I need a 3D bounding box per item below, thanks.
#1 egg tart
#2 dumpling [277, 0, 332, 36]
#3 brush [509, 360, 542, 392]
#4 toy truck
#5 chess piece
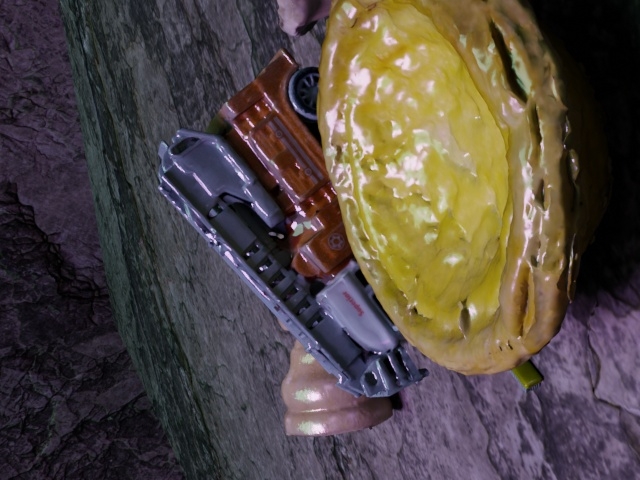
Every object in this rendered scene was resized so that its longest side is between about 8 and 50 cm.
[{"bbox_3d":[0.116,-0.071,0.734,0.345,0.132,0.345,52,151,45],"label":"egg tart"},{"bbox_3d":[-0.004,-0.267,0.884,0.118,0.136,0.199,31,139,18],"label":"dumpling"},{"bbox_3d":[0.173,0.103,0.874,0.083,0.018,0.021,58,164,33],"label":"brush"},{"bbox_3d":[0.000,0.000,0.937,0.338,0.184,0.133,52,160,-4],"label":"toy truck"},{"bbox_3d":[-0.001,0.105,1.180,0.142,0.142,0.261,168,90,-69],"label":"chess piece"}]
